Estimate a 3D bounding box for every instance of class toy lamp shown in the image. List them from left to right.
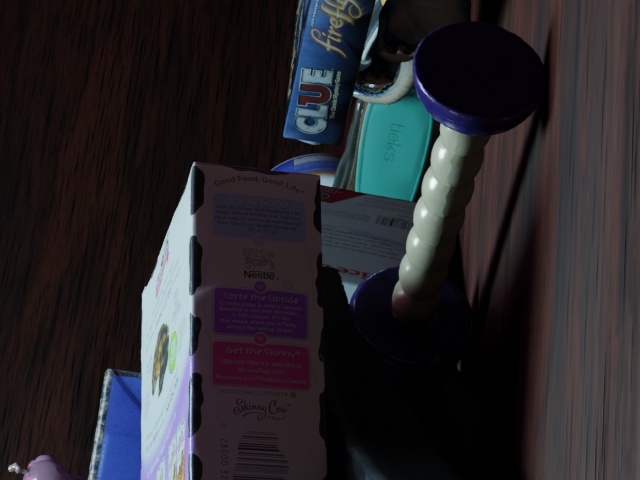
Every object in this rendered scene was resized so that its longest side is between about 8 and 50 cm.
[{"bbox_3d":[0.064,-0.001,1.108,0.274,0.080,0.080,100,177,-51],"label":"toy lamp"}]

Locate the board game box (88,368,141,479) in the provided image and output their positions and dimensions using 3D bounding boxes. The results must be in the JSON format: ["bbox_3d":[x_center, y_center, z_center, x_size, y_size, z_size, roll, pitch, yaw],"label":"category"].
[{"bbox_3d":[-0.061,0.231,1.516,0.291,0.232,0.141,100,177,-63],"label":"board game box"}]

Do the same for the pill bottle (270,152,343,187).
[{"bbox_3d":[0.000,0.000,1.789,0.272,0.152,0.152,-103,21,-82],"label":"pill bottle"}]

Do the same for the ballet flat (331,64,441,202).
[{"bbox_3d":[0.049,-0.026,1.572,0.096,0.095,0.280,-67,-2,-60],"label":"ballet flat"}]

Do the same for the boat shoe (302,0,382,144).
[{"bbox_3d":[0.052,-0.195,1.716,0.108,0.102,0.301,-63,-6,-52],"label":"boat shoe"}]

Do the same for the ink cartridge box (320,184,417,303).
[{"bbox_3d":[0.011,0.052,1.323,0.176,0.128,0.127,-62,-17,-68],"label":"ink cartridge box"}]

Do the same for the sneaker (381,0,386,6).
[{"bbox_3d":[0.086,-0.266,1.517,0.083,0.084,0.215,105,163,-58],"label":"sneaker"}]

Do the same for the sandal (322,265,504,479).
[{"bbox_3d":[0.048,0.145,0.977,0.446,0.107,0.167,-120,38,-66],"label":"sandal"}]

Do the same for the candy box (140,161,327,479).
[{"bbox_3d":[-0.048,0.084,1.011,0.165,0.070,0.196,118,154,-61],"label":"candy box"}]

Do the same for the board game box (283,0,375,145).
[{"bbox_3d":[0.013,-0.211,1.334,0.165,0.042,0.243,104,173,-53],"label":"board game box"}]

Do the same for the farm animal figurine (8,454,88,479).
[{"bbox_3d":[-0.137,0.320,1.738,0.172,0.330,0.326,-10,104,53],"label":"farm animal figurine"}]

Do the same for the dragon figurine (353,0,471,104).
[{"bbox_3d":[0.074,-0.178,1.343,0.289,0.085,0.144,114,164,-80],"label":"dragon figurine"}]
